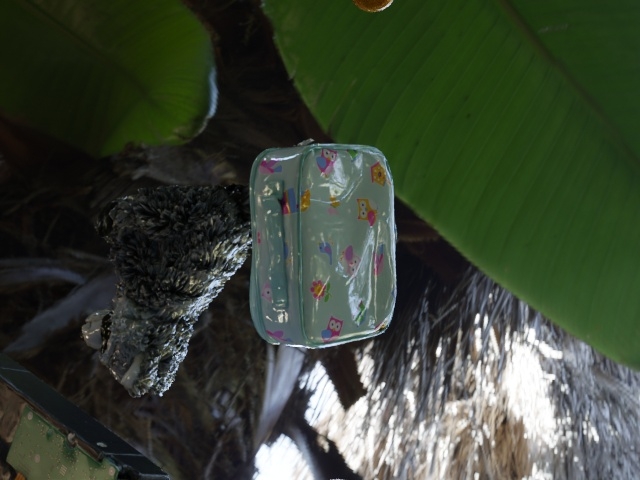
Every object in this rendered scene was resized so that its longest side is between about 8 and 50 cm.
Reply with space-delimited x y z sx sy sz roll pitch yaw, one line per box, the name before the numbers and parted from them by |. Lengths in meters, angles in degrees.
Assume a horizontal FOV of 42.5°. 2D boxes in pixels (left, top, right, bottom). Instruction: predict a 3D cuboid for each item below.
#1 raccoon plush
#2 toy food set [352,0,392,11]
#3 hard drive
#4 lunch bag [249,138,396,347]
raccoon plush | -0.171 0.067 1.270 0.446 0.216 0.299 -17 -105 21
toy food set | 0.024 -0.310 0.637 0.111 0.104 0.232 -24 -56 14
hard drive | -0.312 0.279 0.858 0.339 0.064 0.237 19 -91 41
lunch bag | 0.000 0.000 1.115 0.107 0.224 0.279 1 -86 42
